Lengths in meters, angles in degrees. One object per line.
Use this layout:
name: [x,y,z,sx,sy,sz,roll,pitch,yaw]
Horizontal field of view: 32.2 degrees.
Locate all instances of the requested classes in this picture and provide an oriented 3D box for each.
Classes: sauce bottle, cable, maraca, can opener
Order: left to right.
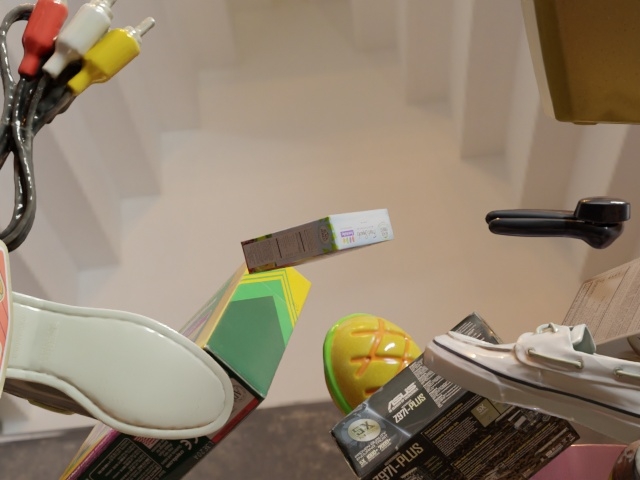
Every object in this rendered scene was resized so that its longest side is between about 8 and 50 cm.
cable: [-0.279,-0.131,1.045,0.072,0.139,0.287,113,2,-64]
maraca: [0.071,0.162,1.179,0.186,0.127,0.099,60,-39,8]
can opener: [0.309,-0.025,1.450,0.059,0.186,0.073,-76,165,-73]
sauce bottle: [0.169,0.124,0.567,0.128,0.042,0.042,55,27,-68]

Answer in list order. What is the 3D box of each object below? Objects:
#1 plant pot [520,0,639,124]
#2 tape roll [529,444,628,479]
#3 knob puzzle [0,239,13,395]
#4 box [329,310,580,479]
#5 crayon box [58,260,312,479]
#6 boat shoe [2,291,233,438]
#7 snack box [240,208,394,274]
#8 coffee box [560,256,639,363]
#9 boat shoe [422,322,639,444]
plant pot: [0.212,-0.161,0.652,0.212,0.212,0.187,-40,132,-79]
tape roll: [0.321,0.326,1.349,0.275,0.274,0.090,82,10,-64]
knob puzzle: [-0.285,0.041,0.887,0.213,0.030,0.213,-10,90,-79]
box: [0.126,0.182,1.037,0.147,0.180,0.077,47,4,-35]
crayon box: [-0.184,0.208,1.459,0.106,0.363,0.313,42,23,-7]
boat shoe: [-0.233,0.115,1.067,0.091,0.305,0.109,144,-36,-74]
snack box: [0.000,0.000,1.096,0.141,0.100,0.037,-10,86,-64]
coffee box: [0.368,0.102,1.103,0.119,0.168,0.297,-58,-177,-18]
boat shoe: [0.194,0.100,0.874,0.083,0.226,0.076,7,100,-67]
